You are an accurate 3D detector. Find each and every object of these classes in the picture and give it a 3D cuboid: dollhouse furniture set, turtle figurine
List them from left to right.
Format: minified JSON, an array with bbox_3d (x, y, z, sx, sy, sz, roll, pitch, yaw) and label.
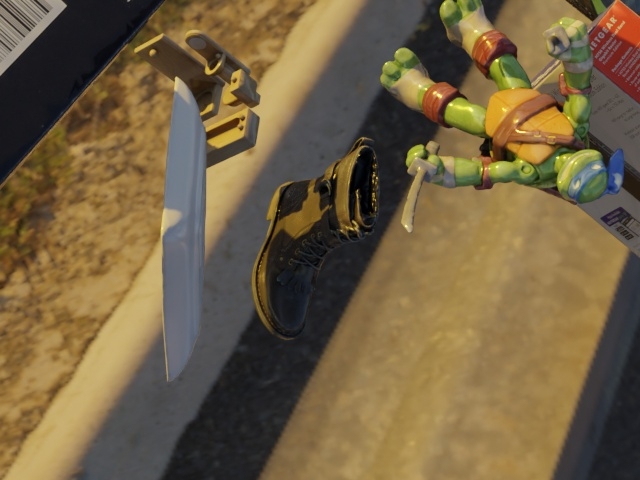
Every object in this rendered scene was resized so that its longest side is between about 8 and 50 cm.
[{"bbox_3d":[-0.169,-0.194,1.822,0.123,0.144,0.151,36,47,-36],"label":"dollhouse furniture set"},{"bbox_3d":[0.161,-0.150,1.337,0.275,0.197,0.266,1,32,-34],"label":"turtle figurine"}]

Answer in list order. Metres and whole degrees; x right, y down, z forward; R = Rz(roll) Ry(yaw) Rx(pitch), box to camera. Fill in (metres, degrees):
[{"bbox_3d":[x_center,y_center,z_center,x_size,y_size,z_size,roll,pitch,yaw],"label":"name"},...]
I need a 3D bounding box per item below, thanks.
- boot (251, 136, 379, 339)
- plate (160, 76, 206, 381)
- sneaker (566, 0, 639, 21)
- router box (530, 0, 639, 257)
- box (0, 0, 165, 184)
[{"bbox_3d":[0.000,0.000,1.912,0.091,0.229,0.262,11,75,-29],"label":"boot"},{"bbox_3d":[-0.166,-0.012,1.678,0.045,0.278,0.277,1,46,-4],"label":"plate"},{"bbox_3d":[0.413,-0.341,1.830,0.111,0.121,0.300,46,22,26],"label":"sneaker"},{"bbox_3d":[0.377,-0.103,1.585,0.301,0.335,0.082,39,76,0],"label":"router box"},{"bbox_3d":[-0.317,-0.134,1.175,0.179,0.312,0.343,42,58,-12],"label":"box"}]
